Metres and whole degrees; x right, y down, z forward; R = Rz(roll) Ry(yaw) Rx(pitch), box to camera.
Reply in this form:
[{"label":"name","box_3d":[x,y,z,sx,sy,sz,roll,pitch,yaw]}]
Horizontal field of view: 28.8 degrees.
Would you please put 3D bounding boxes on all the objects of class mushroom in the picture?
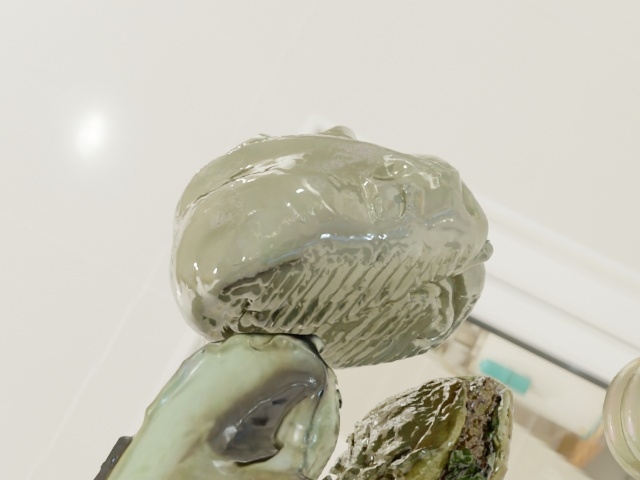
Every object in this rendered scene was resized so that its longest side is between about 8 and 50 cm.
[{"label":"mushroom","box_3d":[-0.091,0.243,1.067,0.130,0.247,0.344,50,-132,-40]}]

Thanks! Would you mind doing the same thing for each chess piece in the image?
[{"label":"chess piece","box_3d":[0.251,0.101,0.778,0.094,0.094,0.170,-62,2,-20]}]

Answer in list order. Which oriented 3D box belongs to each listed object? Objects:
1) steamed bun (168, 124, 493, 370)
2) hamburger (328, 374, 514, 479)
[{"label":"steamed bun","box_3d":[0.000,-0.005,1.288,0.310,0.324,0.219,90,165,-62]},{"label":"hamburger","box_3d":[0.122,0.236,1.353,0.206,0.130,0.183,-26,22,25]}]
